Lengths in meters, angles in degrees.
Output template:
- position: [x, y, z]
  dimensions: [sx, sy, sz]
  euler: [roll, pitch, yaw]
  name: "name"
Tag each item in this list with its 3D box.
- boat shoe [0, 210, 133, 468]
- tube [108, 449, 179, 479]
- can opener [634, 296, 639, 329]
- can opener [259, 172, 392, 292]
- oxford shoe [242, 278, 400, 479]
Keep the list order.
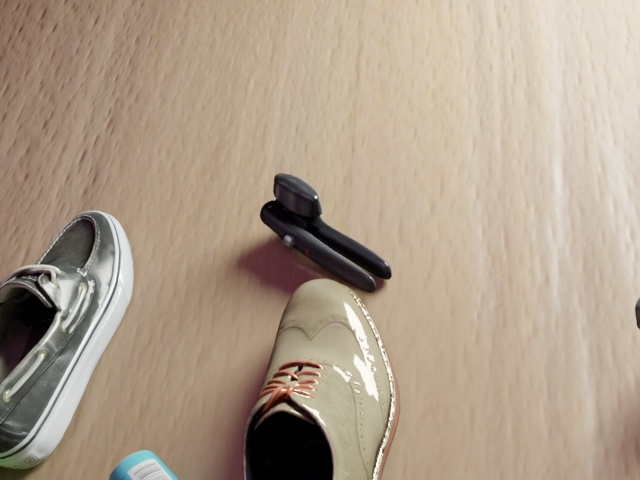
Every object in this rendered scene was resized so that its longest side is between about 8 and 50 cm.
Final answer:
- position: [-0.300, 0.080, 1.051]
  dimensions: [0.121, 0.119, 0.335]
  euler: [-9, 47, 19]
  name: "boat shoe"
- position: [-0.115, 0.270, 0.841]
  dimensions: [0.080, 0.052, 0.207]
  euler: [-42, 51, -12]
  name: "tube"
- position: [0.385, 0.007, 0.806]
  dimensions: [0.280, 0.093, 0.074]
  euler: [-38, 44, -17]
  name: "can opener"
- position: [0.000, 0.000, 1.022]
  dimensions: [0.059, 0.073, 0.186]
  euler: [-35, 53, -18]
  name: "can opener"
- position: [-0.002, 0.148, 0.830]
  dimensions: [0.123, 0.130, 0.348]
  euler: [-15, 43, 12]
  name: "oxford shoe"
